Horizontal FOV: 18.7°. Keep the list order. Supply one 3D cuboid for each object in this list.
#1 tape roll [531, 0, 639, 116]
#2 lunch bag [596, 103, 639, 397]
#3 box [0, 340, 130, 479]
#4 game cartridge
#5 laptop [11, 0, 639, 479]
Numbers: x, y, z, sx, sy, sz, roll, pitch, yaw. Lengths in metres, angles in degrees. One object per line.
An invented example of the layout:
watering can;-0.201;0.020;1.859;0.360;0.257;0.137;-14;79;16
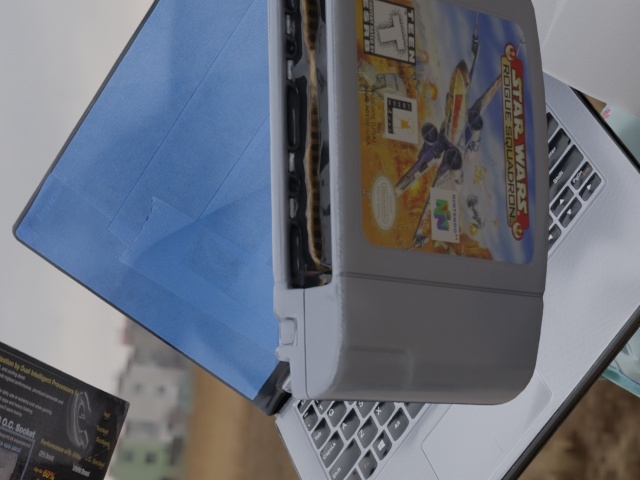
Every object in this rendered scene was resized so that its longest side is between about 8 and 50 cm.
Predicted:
tape roll;0.174;-0.207;1.428;0.100;0.286;0.286;-58;14;21
lunch bag;0.291;0.012;1.513;0.223;0.262;0.160;-55;-22;-25
box;-0.274;0.171;1.267;0.307;0.076;0.242;34;-109;-54
game cartridge;0.052;-0.059;1.068;0.062;0.198;0.297;-9;80;44
laptop;0.000;0.000;1.429;0.382;0.236;0.408;-55;35;21
